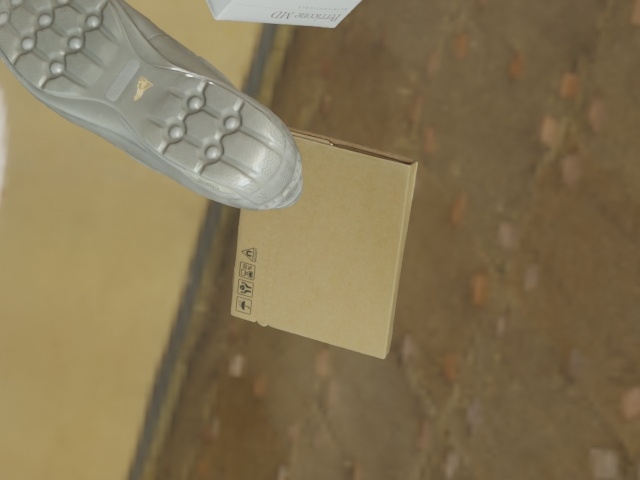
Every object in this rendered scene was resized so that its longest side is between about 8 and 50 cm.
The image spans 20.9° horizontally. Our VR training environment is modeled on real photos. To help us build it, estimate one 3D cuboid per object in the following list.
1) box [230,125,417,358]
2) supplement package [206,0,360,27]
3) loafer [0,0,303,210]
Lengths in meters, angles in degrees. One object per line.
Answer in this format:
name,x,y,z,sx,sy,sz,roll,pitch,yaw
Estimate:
box,0.000,0.000,1.621,0.021,0.164,0.201,-42,143,-59
supplement package,0.006,-0.219,1.016,0.179,0.105,0.105,-41,-116,40
loafer,-0.146,-0.118,1.406,0.319,0.111,0.112,37,-94,25
